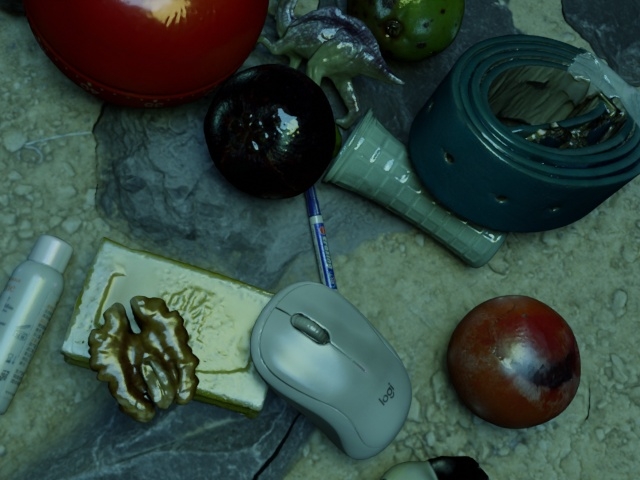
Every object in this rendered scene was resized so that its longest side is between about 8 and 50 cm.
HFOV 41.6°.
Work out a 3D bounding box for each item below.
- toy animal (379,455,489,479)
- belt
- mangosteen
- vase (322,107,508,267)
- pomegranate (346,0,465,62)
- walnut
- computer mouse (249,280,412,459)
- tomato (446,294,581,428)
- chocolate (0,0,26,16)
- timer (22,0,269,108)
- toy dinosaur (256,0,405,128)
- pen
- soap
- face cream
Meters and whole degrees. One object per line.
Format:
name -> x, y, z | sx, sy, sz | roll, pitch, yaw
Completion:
toy animal -> 0.173, 0.397, 1.259 | 0.179, 0.166, 0.138 | -12, 49, -3
belt -> 0.350, -0.180, 1.372 | 0.436, 0.173, 0.300 | -11, 66, -38
mangosteen -> -0.075, -0.176, 1.340 | 0.216, 0.216, 0.216 | 3, 75, -10
vase -> 0.165, -0.078, 1.388 | 0.298, 0.143, 0.143 | 33, 72, -5
pomegranate -> 0.156, -0.417, 1.460 | 0.202, 0.202, 0.248 | 31, 42, -2
walnut -> -0.249, 0.165, 1.183 | 0.142, 0.069, 0.170 | -20, 82, -16
computer mouse -> 0.031, 0.197, 1.246 | 0.184, 0.121, 0.297 | -47, 112, -28
tomato -> 0.304, 0.188, 1.313 | 0.208, 0.184, 0.208 | 2, 74, -9
chocolate -> -0.542, -0.472, 1.370 | 0.110, 0.110, 0.248 | -38, 85, -17
timer -> -0.266, -0.396, 1.302 | 0.377, 0.279, 0.378 | 3, 78, -17
toy dinosaur -> 0.000, -0.318, 1.414 | 0.294, 0.077, 0.162 | 39, 107, 1
pen -> 0.000, 0.000, 1.388 | 0.025, 0.025, 0.204 | -8, 77, -13
soap -> -0.212, 0.133, 1.280 | 0.314, 0.091, 0.199 | 19, 74, -5
face cream -> -0.444, 0.117, 1.243 | 0.082, 0.082, 0.269 | 21, 72, -5
